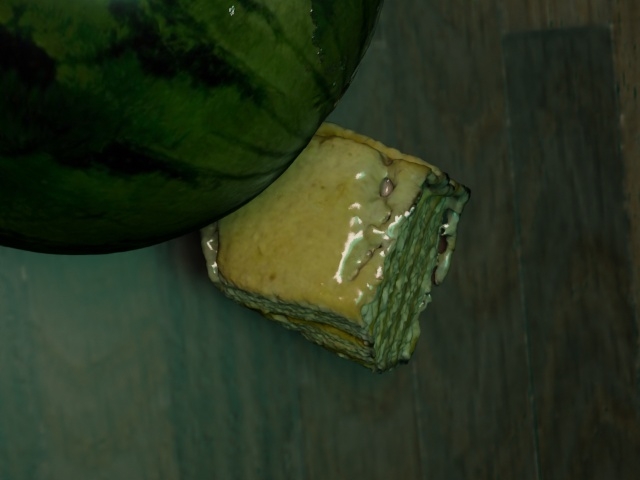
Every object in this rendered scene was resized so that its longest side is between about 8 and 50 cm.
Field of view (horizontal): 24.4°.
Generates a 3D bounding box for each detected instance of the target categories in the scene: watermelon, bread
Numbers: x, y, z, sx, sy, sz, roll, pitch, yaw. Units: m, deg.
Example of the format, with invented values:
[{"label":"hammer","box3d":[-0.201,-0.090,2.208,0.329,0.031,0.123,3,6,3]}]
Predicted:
[{"label":"watermelon","box3d":[-0.094,-0.117,0.559,0.242,0.242,0.242,-1,94,-18]},{"label":"bread","box3d":[-0.001,0.001,0.674,0.110,0.156,0.103,15,81,14]}]
